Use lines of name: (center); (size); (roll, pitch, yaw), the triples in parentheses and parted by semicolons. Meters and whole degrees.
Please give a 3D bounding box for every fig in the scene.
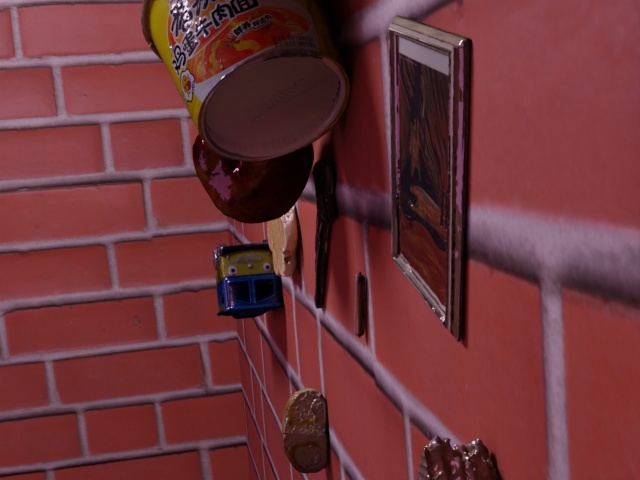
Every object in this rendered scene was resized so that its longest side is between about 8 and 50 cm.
fig: (-0.102, -0.118, 1.443); (0.290, 0.190, 0.191); (170, 95, -84)

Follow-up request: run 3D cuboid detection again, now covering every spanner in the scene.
spanner: (0.000, 0.000, 1.442); (0.326, 0.026, 0.093); (95, 167, -49)

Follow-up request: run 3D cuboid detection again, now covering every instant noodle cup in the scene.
instant noodle cup: (-0.089, -0.241, 1.218); (0.264, 0.264, 0.200); (100, 153, -56)

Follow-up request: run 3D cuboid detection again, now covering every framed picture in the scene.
framed picture: (0.097, -0.068, 0.881); (0.216, 0.016, 0.274); (-123, 30, -69)

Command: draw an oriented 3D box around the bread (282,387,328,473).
bread: (-0.026, 0.326, 1.643); (0.094, 0.082, 0.157); (-89, -2, -60)

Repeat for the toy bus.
toy bus: (-0.175, 0.093, 2.160); (0.287, 0.138, 0.175); (147, 118, -79)

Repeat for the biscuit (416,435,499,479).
biscuit: (0.120, 0.281, 0.819); (0.108, 0.061, 0.239); (-108, 15, -45)

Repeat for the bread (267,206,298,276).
bread: (-0.079, -0.032, 1.829); (0.251, 0.038, 0.182); (-107, 15, -48)

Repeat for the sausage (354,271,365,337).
sausage: (0.052, 0.086, 1.220); (0.015, 0.015, 0.100); (-115, 21, -62)
